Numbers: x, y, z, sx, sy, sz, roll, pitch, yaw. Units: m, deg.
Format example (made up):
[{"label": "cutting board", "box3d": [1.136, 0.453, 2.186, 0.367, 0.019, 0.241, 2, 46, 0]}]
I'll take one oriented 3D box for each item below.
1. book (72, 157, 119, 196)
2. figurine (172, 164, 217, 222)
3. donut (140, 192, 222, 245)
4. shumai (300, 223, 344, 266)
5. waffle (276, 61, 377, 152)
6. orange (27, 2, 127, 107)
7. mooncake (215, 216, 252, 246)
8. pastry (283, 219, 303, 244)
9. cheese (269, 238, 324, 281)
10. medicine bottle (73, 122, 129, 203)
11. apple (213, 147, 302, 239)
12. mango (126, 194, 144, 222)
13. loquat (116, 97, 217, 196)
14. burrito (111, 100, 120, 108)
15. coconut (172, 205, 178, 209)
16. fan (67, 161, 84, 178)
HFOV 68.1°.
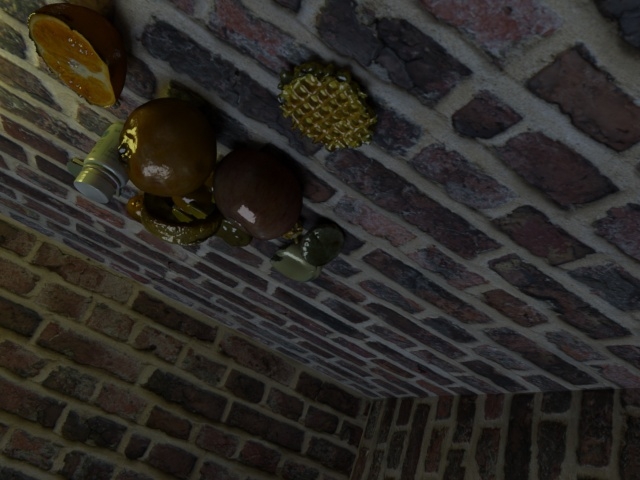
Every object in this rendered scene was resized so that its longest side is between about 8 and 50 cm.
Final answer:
[{"label": "book", "box3d": [-1.075, -0.299, 2.281, 0.232, 0.022, 0.162, 29, 154, -13]}, {"label": "figurine", "box3d": [-0.465, -0.195, 1.792, 0.215, 0.228, 0.215, 18, 131, 22]}, {"label": "donut", "box3d": [-0.558, -0.140, 1.926, 0.330, 0.329, 0.159, 24, 140, -4]}, {"label": "shumai", "box3d": [0.000, 0.000, 1.960, 0.201, 0.201, 0.120, 46, -175, -37]}, {"label": "waffle", "box3d": [0.020, -0.378, 1.342, 0.330, 0.062, 0.329, 18, 151, 10]}, {"label": "orange", "box3d": [-0.693, -0.539, 1.371, 0.275, 0.274, 0.310, 20, -174, 4]}, {"label": "mooncake", "box3d": [-0.399, -0.066, 2.124, 0.235, 0.117, 0.234, 20, 152, 11]}, {"label": "pastry", "box3d": [-0.184, -0.078, 1.959, 0.250, 0.102, 0.154, 31, 152, -16]}, {"label": "cheese", "box3d": [-0.110, 0.086, 2.169, 0.233, 0.127, 0.266, 32, 149, -18]}, {"label": "medicine bottle", "box3d": [-0.801, -0.294, 1.816, 0.170, 0.292, 0.170, 16, 153, 9]}, {"label": "apple", "box3d": [-0.233, -0.150, 1.694, 0.345, 0.269, 0.344, 17, 153, 9]}, {"label": "mango", "box3d": [-0.834, -0.135, 2.301, 0.152, 0.120, 0.221, 0, 152, 40]}, {"label": "loquat", "box3d": [-0.498, -0.304, 1.556, 0.329, 0.328, 0.328, 17, 151, 10]}, {"label": "burrito", "box3d": [-0.788, -0.543, 1.627, 0.063, 0.058, 0.229, -10, 141, 37]}, {"label": "coconut", "box3d": [-0.648, -0.108, 2.116, 0.231, 0.226, 0.227, 14, 151, 15]}, {"label": "fan", "box3d": [-1.138, -0.278, 2.331, 0.182, 0.010, 0.310, 21, 151, 5]}]
